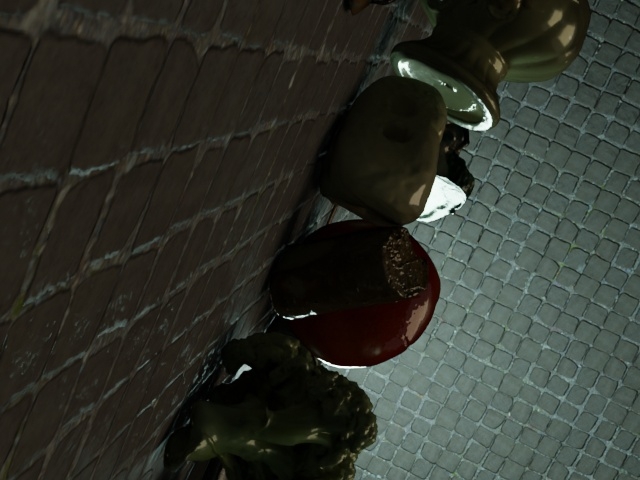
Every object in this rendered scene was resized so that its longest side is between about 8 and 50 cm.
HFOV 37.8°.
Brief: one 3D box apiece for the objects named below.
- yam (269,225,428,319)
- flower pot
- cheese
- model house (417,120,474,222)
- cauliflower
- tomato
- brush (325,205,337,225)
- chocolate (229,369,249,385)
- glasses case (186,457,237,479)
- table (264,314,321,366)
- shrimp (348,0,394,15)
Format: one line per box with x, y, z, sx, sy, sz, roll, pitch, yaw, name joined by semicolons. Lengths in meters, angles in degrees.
0.042;0.052;1.490;0.128;0.238;0.129;23;62;-56;yam
0.266;-0.339;1.543;0.244;0.307;0.307;-56;174;-7;flower pot
0.105;-0.140;1.479;0.248;0.173;0.251;-87;-158;-80;cheese
0.245;-0.231;2.139;0.298;0.243;0.284;136;-23;-72;model house
-0.067;0.253;1.348;0.281;0.327;0.261;43;47;-39;cauliflower
0.064;0.080;1.700;0.226;0.298;0.299;62;37;-28;tomato
0.000;0.000;1.986;0.043;0.014;0.170;-12;125;-81;brush
-0.109;0.299;1.604;0.214;0.148;0.093;-48;157;-79;chocolate
-0.199;0.459;1.697;0.315;0.075;0.122;-67;156;-17;glasses case
-0.032;0.175;1.865;0.220;0.126;0.126;-58;171;-55;table
0.094;-0.350;1.078;0.219;0.046;0.152;-60;173;-8;shrimp
